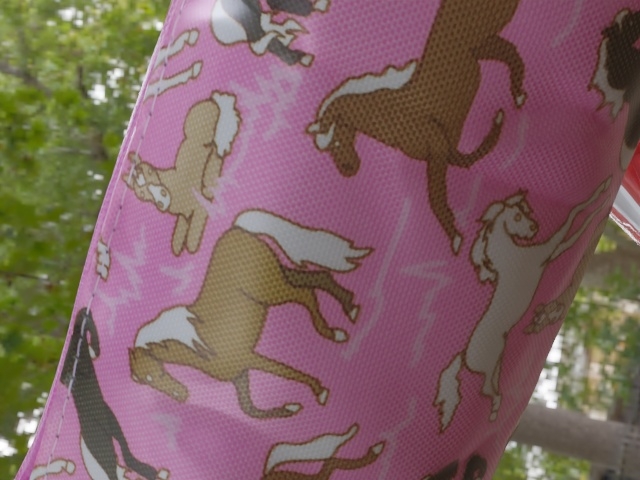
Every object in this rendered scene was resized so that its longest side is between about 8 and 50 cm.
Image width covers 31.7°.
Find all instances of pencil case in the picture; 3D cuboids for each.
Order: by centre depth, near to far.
[{"bbox_3d":[0.000,0.000,0.394,0.167,0.160,0.386,-1,-62,-48],"label":"pencil case"}]

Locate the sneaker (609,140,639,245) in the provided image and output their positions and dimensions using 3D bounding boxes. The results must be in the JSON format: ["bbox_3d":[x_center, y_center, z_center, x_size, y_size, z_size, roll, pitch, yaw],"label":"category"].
[{"bbox_3d":[0.308,-0.028,0.874,0.128,0.221,0.087,-46,-18,10],"label":"sneaker"}]
